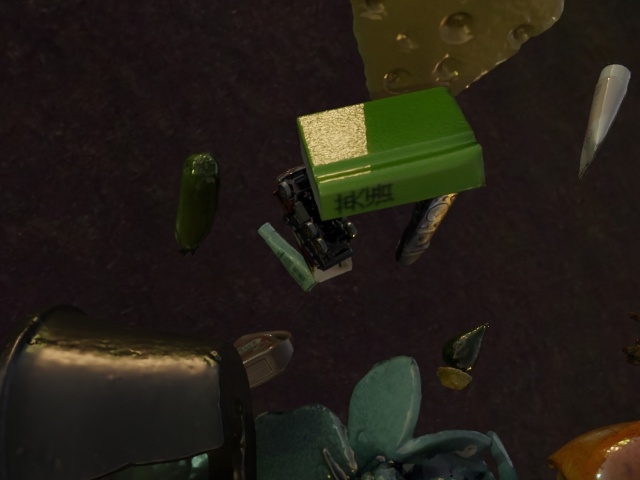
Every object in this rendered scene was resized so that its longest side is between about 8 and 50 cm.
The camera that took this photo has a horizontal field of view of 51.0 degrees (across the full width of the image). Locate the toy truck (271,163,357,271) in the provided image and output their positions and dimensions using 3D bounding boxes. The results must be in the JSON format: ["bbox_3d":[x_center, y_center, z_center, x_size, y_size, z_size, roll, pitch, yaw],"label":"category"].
[{"bbox_3d":[-0.012,-0.041,1.256,0.083,0.092,0.192,-29,81,-23],"label":"toy truck"}]

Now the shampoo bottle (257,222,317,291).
[{"bbox_3d":[-0.078,0.037,1.618,0.190,0.069,0.041,47,52,8],"label":"shampoo bottle"}]

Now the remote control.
[{"bbox_3d":[0.238,-0.047,1.569,0.090,0.266,0.066,-2,45,-28],"label":"remote control"}]

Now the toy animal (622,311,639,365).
[{"bbox_3d":[0.677,0.138,1.267,0.054,0.275,0.149,31,36,-6],"label":"toy animal"}]

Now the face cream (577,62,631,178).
[{"bbox_3d":[0.538,-0.235,1.282,0.058,0.092,0.243,21,64,13],"label":"face cream"}]

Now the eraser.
[{"bbox_3d":[0.112,-0.144,1.094,0.210,0.274,0.092,-105,-174,-45],"label":"eraser"}]

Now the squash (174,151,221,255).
[{"bbox_3d":[-0.249,-0.065,1.349,0.087,0.331,0.087,8,54,-12],"label":"squash"}]

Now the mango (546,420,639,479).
[{"bbox_3d":[0.522,0.367,0.991,0.350,0.199,0.201,-4,69,-5],"label":"mango"}]

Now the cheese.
[{"bbox_3d":[0.191,-0.366,1.194,0.384,0.384,0.104,29,40,-36],"label":"cheese"}]

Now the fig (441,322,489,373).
[{"bbox_3d":[0.432,0.308,1.986,0.117,0.117,0.177,38,80,-30],"label":"fig"}]

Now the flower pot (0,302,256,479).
[{"bbox_3d":[-0.225,0.245,0.879,0.379,0.251,0.379,-10,90,-87],"label":"flower pot"}]

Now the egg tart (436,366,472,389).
[{"bbox_3d":[0.362,0.378,1.827,0.105,0.105,0.039,35,60,-32],"label":"egg tart"}]

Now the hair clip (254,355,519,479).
[{"bbox_3d":[0.102,0.369,0.912,0.238,0.318,0.392,37,19,-33],"label":"hair clip"}]

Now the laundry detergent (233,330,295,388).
[{"bbox_3d":[-0.145,0.272,1.657,0.076,0.171,0.237,63,-1,-12],"label":"laundry detergent"}]

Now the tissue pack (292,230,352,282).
[{"bbox_3d":[-0.001,0.000,1.527,0.106,0.099,0.148,78,-12,-47],"label":"tissue pack"}]
